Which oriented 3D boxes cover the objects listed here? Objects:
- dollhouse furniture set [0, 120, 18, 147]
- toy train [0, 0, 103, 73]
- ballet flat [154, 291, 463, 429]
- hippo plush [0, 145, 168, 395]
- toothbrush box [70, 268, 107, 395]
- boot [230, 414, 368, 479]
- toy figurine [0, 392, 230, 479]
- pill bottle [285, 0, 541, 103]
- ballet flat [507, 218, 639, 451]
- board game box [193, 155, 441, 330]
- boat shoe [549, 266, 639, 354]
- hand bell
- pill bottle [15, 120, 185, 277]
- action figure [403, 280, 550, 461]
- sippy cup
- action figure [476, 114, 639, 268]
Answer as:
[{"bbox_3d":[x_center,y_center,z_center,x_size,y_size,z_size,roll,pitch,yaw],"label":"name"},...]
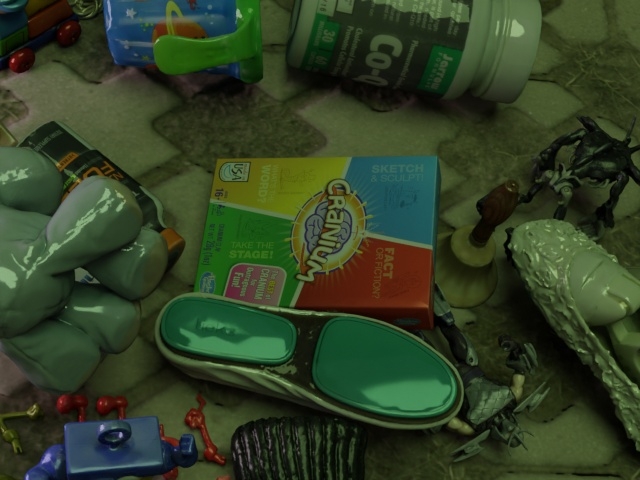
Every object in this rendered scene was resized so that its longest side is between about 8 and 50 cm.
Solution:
[{"bbox_3d":[-0.528,-0.094,1.448,0.259,0.262,0.135,-42,78,2],"label":"dollhouse furniture set"},{"bbox_3d":[-0.393,-0.365,1.681,0.105,0.143,0.248,45,61,12],"label":"toy train"},{"bbox_3d":[-0.016,0.160,1.472,0.401,0.139,0.139,13,59,6],"label":"ballet flat"},{"bbox_3d":[-0.338,0.026,1.237,0.294,0.234,0.237,-31,47,-30],"label":"hippo plush"},{"bbox_3d":[-0.381,0.036,1.424,0.283,0.206,0.122,35,60,6],"label":"toothbrush box"},{"bbox_3d":[0.055,0.355,1.398,0.348,0.131,0.260,13,51,-15],"label":"boot"},{"bbox_3d":[-0.275,0.237,1.332,0.363,0.217,0.191,0,62,-15],"label":"toy figurine"},{"bbox_3d":[0.140,-0.330,1.758,0.361,0.204,0.204,11,60,-7],"label":"pill bottle"},{"bbox_3d":[0.421,0.127,1.554,0.147,0.147,0.408,-35,91,-28],"label":"ballet flat"},{"bbox_3d":[0.000,0.000,1.557,0.317,0.064,0.242,0,59,11],"label":"board game box"},{"bbox_3d":[0.413,0.101,1.681,0.206,0.075,0.064,-28,114,-31],"label":"boat shoe"},{"bbox_3d":[0.225,-0.015,1.580,0.126,0.242,0.126,6,60,-10],"label":"hand bell"},{"bbox_3d":[-0.299,-0.040,1.531,0.246,0.130,0.130,38,60,8],"label":"pill bottle"},{"bbox_3d":[0.186,0.172,1.545,0.185,0.099,0.285,-31,68,-17],"label":"action figure"},{"bbox_3d":[-0.202,-0.347,1.685,0.224,0.305,0.240,-3,90,-3],"label":"sippy cup"},{"bbox_3d":[0.372,-0.080,1.716,0.276,0.141,0.164,-31,70,-10],"label":"action figure"}]
